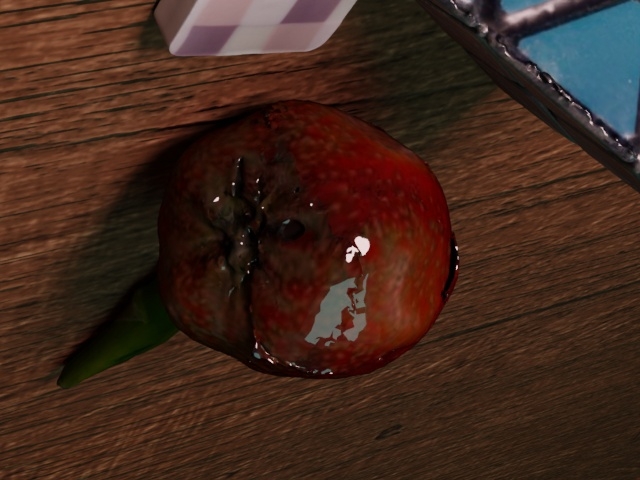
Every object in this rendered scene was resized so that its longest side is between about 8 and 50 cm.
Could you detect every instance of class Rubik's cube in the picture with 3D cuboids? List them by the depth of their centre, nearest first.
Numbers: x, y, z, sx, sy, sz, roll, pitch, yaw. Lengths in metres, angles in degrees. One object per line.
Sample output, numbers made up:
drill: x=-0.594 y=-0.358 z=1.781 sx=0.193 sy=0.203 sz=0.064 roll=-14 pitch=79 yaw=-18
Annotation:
Rubik's cube: x=0.163 y=-0.129 z=0.843 sx=0.228 sy=0.233 sz=0.229 roll=5 pitch=125 yaw=24

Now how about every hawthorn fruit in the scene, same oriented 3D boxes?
hawthorn fruit: x=0.000 y=0.000 z=0.952 sx=0.181 sy=0.181 sz=0.235 roll=-32 pitch=170 yaw=15

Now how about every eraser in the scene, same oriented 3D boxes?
eraser: x=-0.031 y=-0.127 z=0.797 sx=0.105 sy=0.026 sz=0.065 roll=-9 pitch=155 yaw=-37

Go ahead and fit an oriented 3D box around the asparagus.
asparagus: x=-0.130 y=0.064 z=1.095 sx=0.045 sy=0.041 sz=0.178 roll=10 pitch=140 yaw=-43
